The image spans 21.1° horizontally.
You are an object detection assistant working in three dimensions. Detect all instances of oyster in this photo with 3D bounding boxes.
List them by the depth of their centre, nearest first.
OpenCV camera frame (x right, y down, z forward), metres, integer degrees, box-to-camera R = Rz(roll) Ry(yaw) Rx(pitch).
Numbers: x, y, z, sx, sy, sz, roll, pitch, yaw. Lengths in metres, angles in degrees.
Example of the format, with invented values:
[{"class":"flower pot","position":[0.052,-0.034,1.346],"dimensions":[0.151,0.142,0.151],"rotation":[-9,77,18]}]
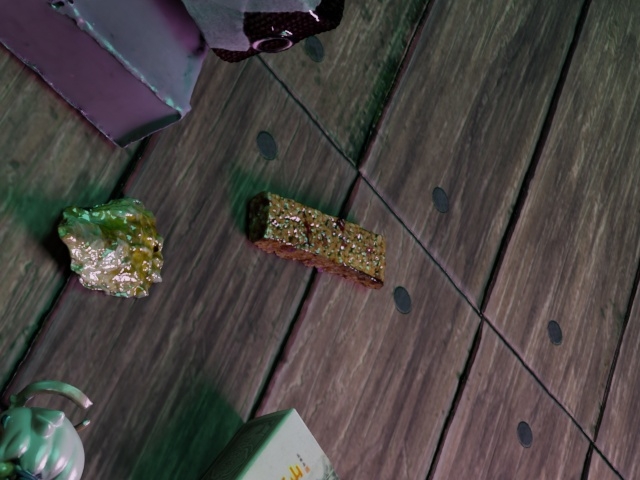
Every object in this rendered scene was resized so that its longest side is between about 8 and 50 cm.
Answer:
[{"class":"oyster","position":[-0.196,0.000,1.605],"dimensions":[0.146,0.045,0.122],"rotation":[43,32,-31]}]

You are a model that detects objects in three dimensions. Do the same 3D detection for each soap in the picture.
[{"class":"soap","position":[-0.216,-0.289,1.639],"dimensions":[0.296,0.107,0.285],"rotation":[45,45,-29]}]

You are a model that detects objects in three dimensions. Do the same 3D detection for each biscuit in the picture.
[{"class":"biscuit","position":[0.000,0.000,1.833],"dimensions":[0.199,0.034,0.064],"rotation":[23,59,-44]}]

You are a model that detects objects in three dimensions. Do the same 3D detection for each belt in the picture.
[{"class":"belt","position":[-0.057,-0.322,1.635],"dimensions":[0.184,0.164,0.289],"rotation":[17,60,-56]}]

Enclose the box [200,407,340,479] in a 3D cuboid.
[{"class":"box","position":[-0.019,0.313,1.652],"dimensions":[0.256,0.069,0.164],"rotation":[58,40,-16]}]

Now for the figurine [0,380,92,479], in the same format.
[{"class":"figurine","position":[-0.232,0.190,1.428],"dimensions":[0.132,0.132,0.154],"rotation":[42,33,-31]}]
